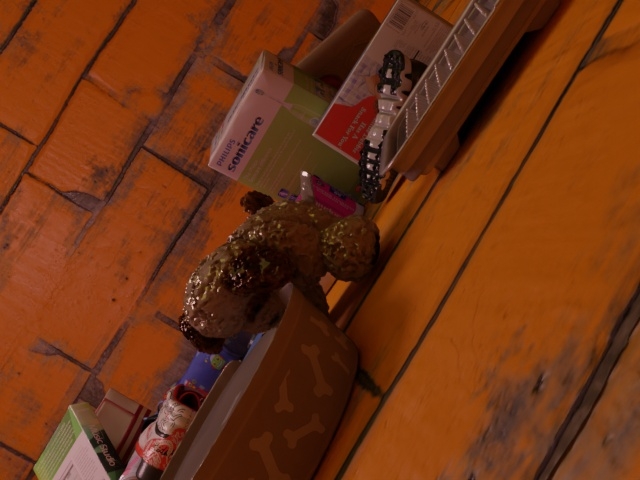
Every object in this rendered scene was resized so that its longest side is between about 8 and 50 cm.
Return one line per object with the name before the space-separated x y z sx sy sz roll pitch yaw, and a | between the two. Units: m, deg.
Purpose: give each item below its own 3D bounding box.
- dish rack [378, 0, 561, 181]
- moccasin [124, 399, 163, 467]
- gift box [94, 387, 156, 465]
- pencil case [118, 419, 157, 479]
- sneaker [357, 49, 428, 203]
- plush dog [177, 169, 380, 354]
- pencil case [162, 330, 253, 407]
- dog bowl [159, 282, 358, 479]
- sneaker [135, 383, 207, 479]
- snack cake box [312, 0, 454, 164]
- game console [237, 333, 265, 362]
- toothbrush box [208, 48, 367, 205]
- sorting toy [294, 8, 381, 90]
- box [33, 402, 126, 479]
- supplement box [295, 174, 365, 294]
dish rack | 0.192 -0.227 1.148 0.332 0.072 0.285 -56 7 19
moccasin | -0.363 0.447 2.116 0.137 0.117 0.342 -56 6 21
gift box | -0.523 0.554 2.250 0.276 0.255 0.258 -48 12 29
pencil case | -0.323 0.455 1.763 0.273 0.114 0.124 -81 4 -75
sneaker | 0.128 -0.166 1.373 0.078 0.106 0.234 29 110 58
plush dog | -0.082 0.042 1.162 0.225 0.210 0.262 -34 -13 -48
pencil case | -0.208 0.261 1.764 0.306 0.119 0.133 -54 -4 40
dog bowl | -0.080 0.217 0.966 0.348 0.102 0.349 -58 6 10
sneaker | -0.228 0.301 1.437 0.145 0.090 0.270 -63 7 -5
snack cake box | 0.121 -0.245 1.451 0.264 0.152 0.089 -56 6 19
game console | -0.141 0.270 1.445 0.342 0.060 0.386 -56 5 20
toothbrush box | -0.028 -0.174 1.607 0.206 0.283 0.122 -58 18 23
sorting toy | 0.104 -0.315 1.671 0.307 0.229 0.041 -40 41 7
box | -0.510 0.555 1.992 0.058 0.322 0.232 -2 -45 -50
supplement box | -0.008 -0.006 1.491 0.114 0.111 0.220 -55 7 24
